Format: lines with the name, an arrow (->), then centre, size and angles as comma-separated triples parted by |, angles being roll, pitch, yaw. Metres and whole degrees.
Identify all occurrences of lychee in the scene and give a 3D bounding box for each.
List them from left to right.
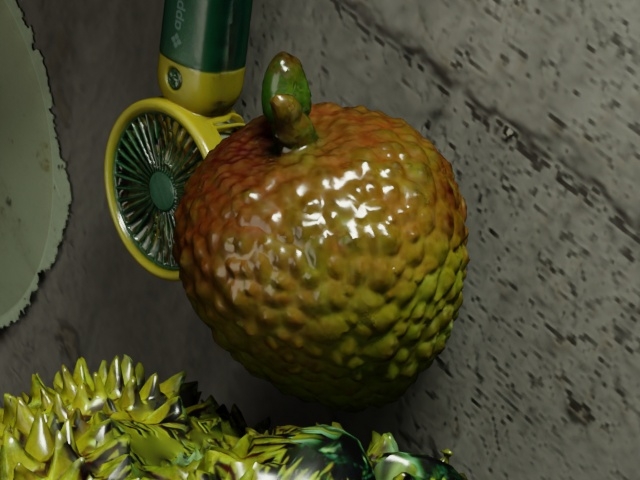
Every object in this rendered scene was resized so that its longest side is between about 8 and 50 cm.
lychee -> 0.000, 0.000, 0.615 | 0.114, 0.114, 0.146 | 22, 137, 42

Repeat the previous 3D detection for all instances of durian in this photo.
durian -> -0.040, 0.169, 0.607 | 0.291, 0.291, 0.224 | 12, 85, 46

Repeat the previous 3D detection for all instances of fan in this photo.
fan -> -0.261, -0.020, 0.970 | 0.415, 0.012, 0.233 | -40, 72, 44
fan -> -0.051, -0.057, 0.705 | 0.082, 0.039, 0.155 | 32, 123, 38
